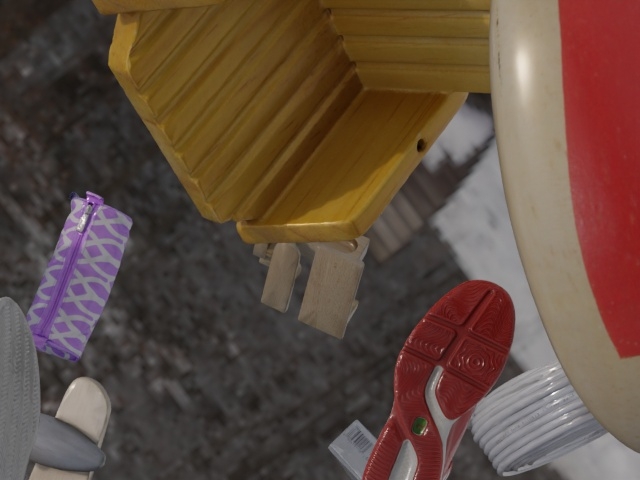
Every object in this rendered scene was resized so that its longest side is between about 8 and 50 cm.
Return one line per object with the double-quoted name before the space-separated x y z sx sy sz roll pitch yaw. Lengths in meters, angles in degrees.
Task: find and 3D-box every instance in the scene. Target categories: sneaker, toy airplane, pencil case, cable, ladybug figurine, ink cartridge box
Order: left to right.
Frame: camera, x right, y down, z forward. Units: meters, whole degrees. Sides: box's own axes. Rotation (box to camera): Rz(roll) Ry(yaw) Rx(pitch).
"sneaker" -0.327 0.175 1.381 0.292 0.169 0.108 -89 -21 -45
"toy airplane" -0.408 0.417 2.258 0.272 0.384 0.386 21 -132 -58
"pencil case" -0.297 0.045 2.070 0.086 0.206 0.088 15 165 6
"ink cartridge box" 0.106 0.368 2.460 0.165 0.065 0.332 44 172 18
"sneaker" 0.099 0.138 1.476 0.087 0.221 0.128 29 177 7
"cable" 0.284 0.168 1.824 0.257 0.257 0.089 69 177 -78
"ladybug figurine" 0.257 -0.065 1.234 0.305 0.162 0.449 -23 -80 -52

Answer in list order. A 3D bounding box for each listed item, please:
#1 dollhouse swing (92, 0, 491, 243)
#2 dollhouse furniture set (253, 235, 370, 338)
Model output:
"dollhouse swing" 0.057 -0.158 1.470 0.305 0.315 0.347 21 154 35
"dollhouse furniture set" 0.000 0.000 1.999 0.144 0.123 0.151 24 -136 9
